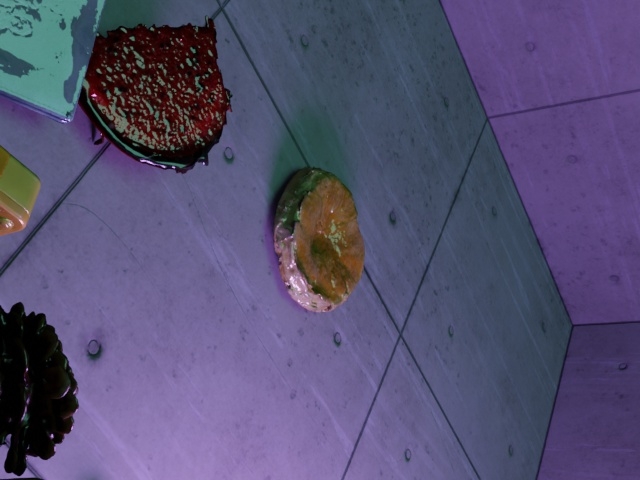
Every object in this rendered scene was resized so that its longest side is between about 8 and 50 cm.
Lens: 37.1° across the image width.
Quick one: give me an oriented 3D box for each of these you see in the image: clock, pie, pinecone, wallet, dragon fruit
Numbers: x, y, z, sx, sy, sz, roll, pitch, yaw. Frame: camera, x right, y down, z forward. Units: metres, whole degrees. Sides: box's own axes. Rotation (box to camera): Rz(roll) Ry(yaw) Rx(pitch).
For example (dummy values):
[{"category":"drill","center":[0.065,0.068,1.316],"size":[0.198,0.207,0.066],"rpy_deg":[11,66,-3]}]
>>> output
[{"category":"clock","center":[-0.510,-0.090,1.338],"size":[0.202,0.143,0.096],"rpy_deg":[47,44,-42]},{"category":"pie","center":[0.000,0.000,2.173],"size":[0.339,0.083,0.339],"rpy_deg":[20,67,-57]},{"category":"pinecone","center":[-0.472,0.202,1.280],"size":[0.292,0.246,0.246],"rpy_deg":[1,83,-43]},{"category":"wallet","center":[-0.469,-0.356,1.490],"size":[0.251,0.054,0.290],"rpy_deg":[22,71,-33]},{"category":"dragon fruit","center":[-0.308,-0.248,1.710],"size":[0.344,0.100,0.282],"rpy_deg":[-15,90,-44]}]

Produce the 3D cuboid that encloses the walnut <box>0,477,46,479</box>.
[{"category":"walnut","center":[-0.412,0.509,1.220],"size":[0.354,0.308,0.397],"rpy_deg":[18,84,-66]}]
